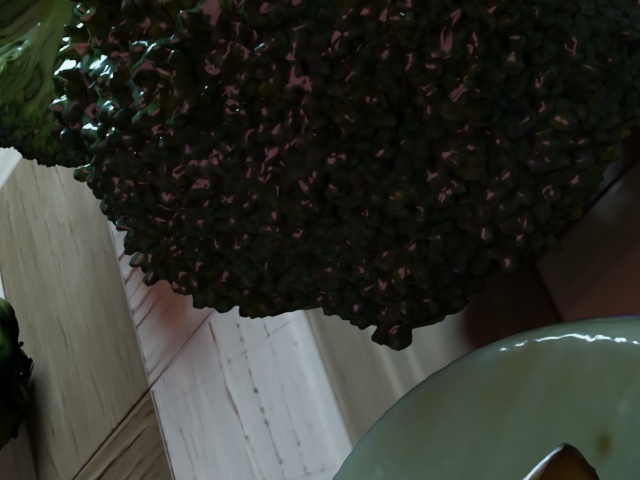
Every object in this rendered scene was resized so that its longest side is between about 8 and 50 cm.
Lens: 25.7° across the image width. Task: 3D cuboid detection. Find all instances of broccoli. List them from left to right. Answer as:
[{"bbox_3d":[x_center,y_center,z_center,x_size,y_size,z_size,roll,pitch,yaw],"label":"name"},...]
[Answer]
[{"bbox_3d":[-0.128,-0.213,1.007,0.361,0.252,0.221,-30,51,1],"label":"broccoli"},{"bbox_3d":[0.012,-0.067,0.689,0.260,0.288,0.235,69,-140,-81],"label":"broccoli"}]

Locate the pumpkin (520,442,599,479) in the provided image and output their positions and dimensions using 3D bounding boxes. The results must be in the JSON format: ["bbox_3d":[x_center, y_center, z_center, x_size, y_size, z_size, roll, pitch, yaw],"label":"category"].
[{"bbox_3d":[-0.006,0.228,0.484,0.290,0.095,0.258,-24,54,42],"label":"pumpkin"}]

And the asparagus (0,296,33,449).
[{"bbox_3d":[-0.343,0.193,1.034,0.108,0.382,0.128,13,133,22],"label":"asparagus"}]

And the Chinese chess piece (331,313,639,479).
[{"bbox_3d":[0.122,0.202,0.528,0.349,0.146,0.349,-23,60,47],"label":"Chinese chess piece"}]
